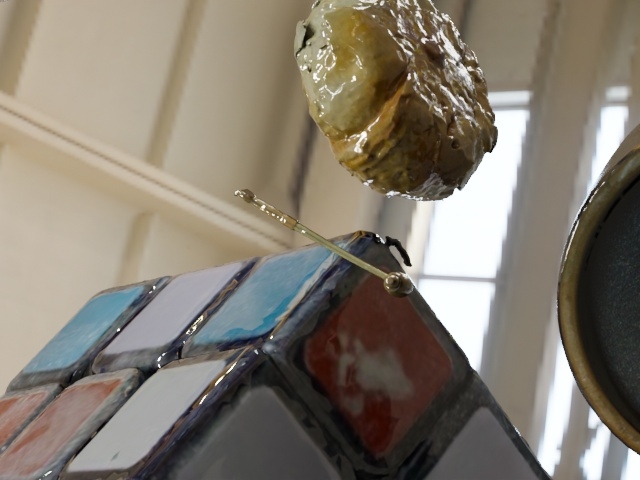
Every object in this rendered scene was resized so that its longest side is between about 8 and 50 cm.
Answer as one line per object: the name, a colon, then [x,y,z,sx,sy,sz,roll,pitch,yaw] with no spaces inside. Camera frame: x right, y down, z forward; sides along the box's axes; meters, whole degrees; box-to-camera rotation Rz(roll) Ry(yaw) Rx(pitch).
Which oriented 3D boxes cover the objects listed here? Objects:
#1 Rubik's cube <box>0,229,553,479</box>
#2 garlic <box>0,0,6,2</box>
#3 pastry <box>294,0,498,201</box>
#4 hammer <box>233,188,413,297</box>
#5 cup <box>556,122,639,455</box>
Rubik's cube: [-0.064,0.245,0.963,0.362,0.363,0.359,50,-122,-16]
garlic: [-0.339,-0.308,1.281,0.245,0.160,0.245,6,-103,-28]
pastry: [0.046,-0.092,0.907,0.153,0.081,0.153,40,-141,-43]
hammer: [0.000,0.000,0.841,0.014,0.123,0.029,-60,-24,0]
cup: [0.176,0.037,0.696,0.239,0.166,0.177,-56,-1,16]
